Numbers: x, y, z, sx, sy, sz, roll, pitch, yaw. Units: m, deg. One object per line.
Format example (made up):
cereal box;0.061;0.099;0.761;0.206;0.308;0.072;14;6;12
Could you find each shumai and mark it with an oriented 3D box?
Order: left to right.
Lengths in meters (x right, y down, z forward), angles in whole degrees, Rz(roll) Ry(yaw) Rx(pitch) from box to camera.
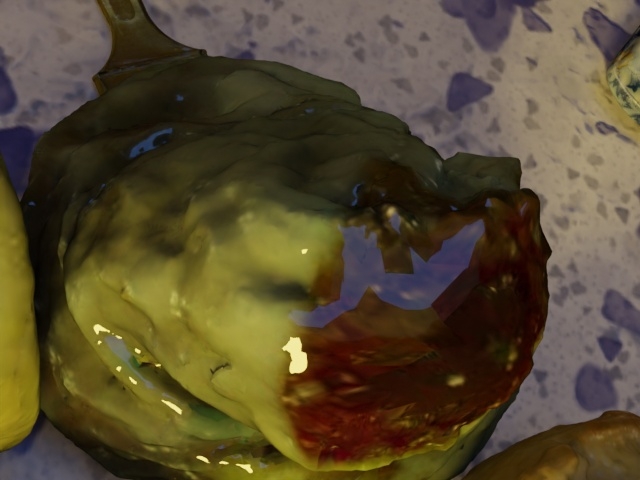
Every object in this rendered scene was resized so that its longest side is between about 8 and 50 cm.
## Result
shumai;0.000;0.000;0.647;0.309;0.263;0.304;-12;80;-23

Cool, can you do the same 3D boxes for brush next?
brush;-0.130;-0.157;0.801;0.082;0.010;0.218;-19;78;-26

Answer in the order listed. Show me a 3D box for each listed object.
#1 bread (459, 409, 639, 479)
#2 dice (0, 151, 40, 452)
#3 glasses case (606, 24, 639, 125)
bread;0.175;0.197;0.664;0.244;0.134;0.244;16;32;-11
dice;-0.236;0.034;0.598;0.169;0.169;0.166;-10;75;-24
glasses case;0.310;-0.173;0.944;0.087;0.065;0.248;44;61;1
